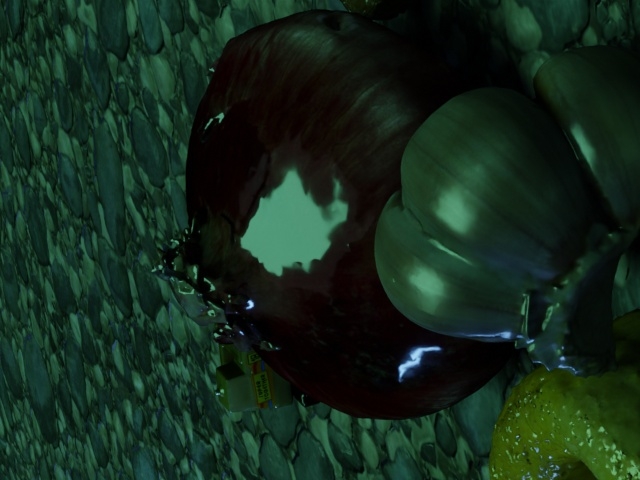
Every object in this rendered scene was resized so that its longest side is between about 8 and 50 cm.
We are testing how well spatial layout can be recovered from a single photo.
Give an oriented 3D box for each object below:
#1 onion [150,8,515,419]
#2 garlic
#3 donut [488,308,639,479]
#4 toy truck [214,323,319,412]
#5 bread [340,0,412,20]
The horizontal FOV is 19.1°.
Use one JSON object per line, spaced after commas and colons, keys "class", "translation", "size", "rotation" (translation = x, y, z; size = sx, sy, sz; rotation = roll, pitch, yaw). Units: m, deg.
{"class": "onion", "translation": [0.000, 0.000, 1.489], "size": [0.347, 0.285, 0.347], "rotation": [39, 143, 38]}
{"class": "garlic", "translation": [0.130, -0.032, 1.254], "size": [0.191, 0.160, 0.214], "rotation": [45, 127, 41]}
{"class": "donut", "translation": [0.215, 0.190, 1.330], "size": [0.277, 0.108, 0.277], "rotation": [47, 146, 47]}
{"class": "toy truck", "translation": [-0.054, 0.036, 1.838], "size": [0.127, 0.127, 0.257], "rotation": [-139, 43, -55]}
{"class": "bread", "translation": [0.048, -0.218, 1.525], "size": [0.085, 0.053, 0.085], "rotation": [20, 114, 52]}
